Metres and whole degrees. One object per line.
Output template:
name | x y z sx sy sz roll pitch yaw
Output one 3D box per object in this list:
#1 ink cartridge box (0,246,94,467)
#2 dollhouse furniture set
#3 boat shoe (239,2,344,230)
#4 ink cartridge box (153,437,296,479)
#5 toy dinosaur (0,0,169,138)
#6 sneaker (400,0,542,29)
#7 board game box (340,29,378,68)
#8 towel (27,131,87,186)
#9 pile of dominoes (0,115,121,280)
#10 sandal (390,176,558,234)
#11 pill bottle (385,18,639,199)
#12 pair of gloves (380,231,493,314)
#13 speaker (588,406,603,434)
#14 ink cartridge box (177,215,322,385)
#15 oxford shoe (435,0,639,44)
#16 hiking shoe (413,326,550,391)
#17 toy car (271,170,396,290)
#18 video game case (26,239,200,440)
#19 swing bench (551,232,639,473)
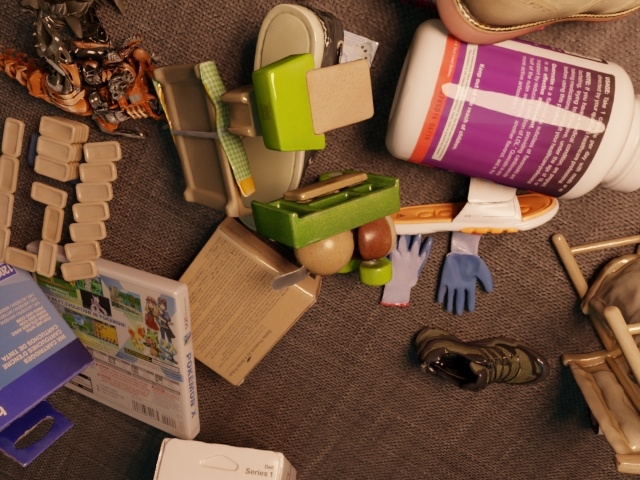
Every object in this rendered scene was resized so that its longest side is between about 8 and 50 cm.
ink cartridge box | -0.568 0.178 0.850 0.151 0.270 0.395 -29 98 34
dollhouse furniture set | -0.066 -0.132 0.670 0.151 0.301 0.197 -23 116 -32
boat shoe | -0.046 -0.165 0.764 0.127 0.113 0.340 29 128 21
ink cartridge box | -0.158 0.439 0.947 0.201 0.117 0.278 5 152 5
toy dinosaur | -0.336 -0.247 0.758 0.322 0.164 0.218 -3 130 -14
sneaker | 0.176 -0.349 0.678 0.252 0.103 0.111 13 109 -5
board game box | 0.026 -0.256 0.770 0.090 0.020 0.090 20 113 -2
towel | -0.412 -0.128 0.871 0.119 0.029 0.067 24 111 -4
pile of dominoes | -0.412 -0.063 0.843 0.196 0.040 0.251 18 104 7
sandal | 0.210 -0.059 0.784 0.265 0.102 0.076 -5 114 11
pill bottle | 0.258 -0.160 0.693 0.323 0.181 0.181 15 113 1
pair of gloves | 0.184 0.046 0.873 0.198 0.023 0.159 4 114 6
speaker | 0.539 0.302 0.915 0.136 0.055 0.055 -5 111 9
ink cartridge box | -0.144 0.100 0.898 0.193 0.088 0.234 38 112 -8
oxford shoe | 0.327 -0.319 0.578 0.397 0.146 0.140 -26 99 -13
hiking shoe | 0.268 0.215 0.881 0.227 0.114 0.086 8 113 4
toy car | 0.000 0.000 0.769 0.149 0.188 0.155 18 122 49
video game case | -0.356 0.170 0.922 0.329 0.036 0.300 14 117 23
swing bench | 0.449 0.135 0.751 0.165 0.253 0.254 -11 111 11
